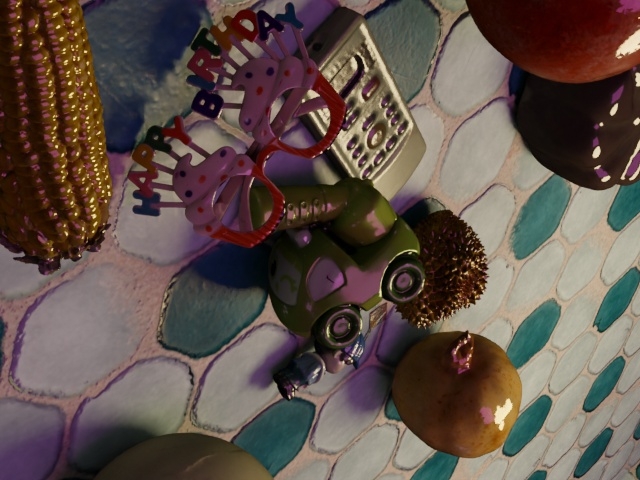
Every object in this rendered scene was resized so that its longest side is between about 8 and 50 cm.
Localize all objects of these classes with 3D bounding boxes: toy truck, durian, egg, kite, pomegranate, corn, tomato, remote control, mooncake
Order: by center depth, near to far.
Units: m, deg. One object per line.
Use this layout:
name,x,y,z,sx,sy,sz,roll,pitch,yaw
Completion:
corn,-0.226,-0.114,0.695,0.115,0.115,0.317,-27,135,-33
tomato,0.286,-0.305,0.979,0.265,0.265,0.265,-29,137,-31
egg,-0.164,0.337,1.037,0.269,0.219,0.219,2,116,-54
toy truck,0.019,0.004,1.041,0.187,0.148,0.210,-22,118,-14
remote control,0.051,-0.141,1.044,0.123,0.038,0.285,-49,144,-9
durian,0.169,0.039,1.252,0.158,0.137,0.168,-12,115,-67
kite,0.083,0.128,1.325,0.044,0.002,0.078,-10,124,-44
mooncake,0.437,-0.214,1.330,0.306,0.154,0.306,-27,136,-29
pomegranate,0.217,0.245,1.402,0.207,0.207,0.207,-29,137,-31

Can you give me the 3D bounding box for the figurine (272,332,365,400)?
figurine,-0.003,0.159,1.212,0.136,0.077,0.079,-20,99,-18

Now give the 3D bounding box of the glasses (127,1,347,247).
glasses,-0.081,-0.113,0.877,0.162,0.095,0.255,32,97,-13
